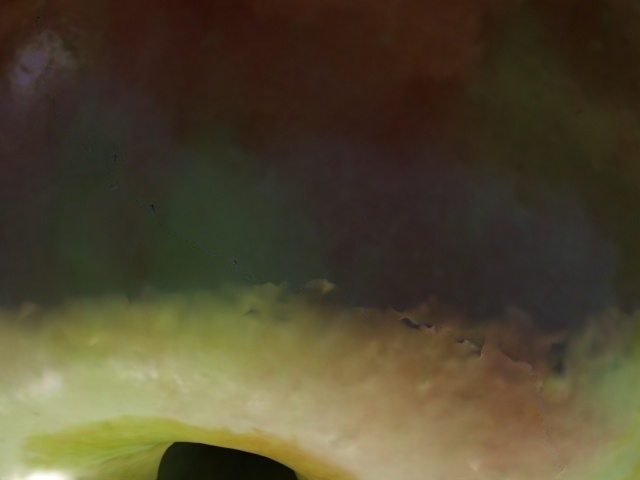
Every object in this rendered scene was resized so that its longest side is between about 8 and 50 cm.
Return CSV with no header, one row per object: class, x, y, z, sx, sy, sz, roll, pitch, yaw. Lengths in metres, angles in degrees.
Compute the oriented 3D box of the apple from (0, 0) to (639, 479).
apple,0.000,0.000,0.586,0.319,0.277,0.319,5,132,6
